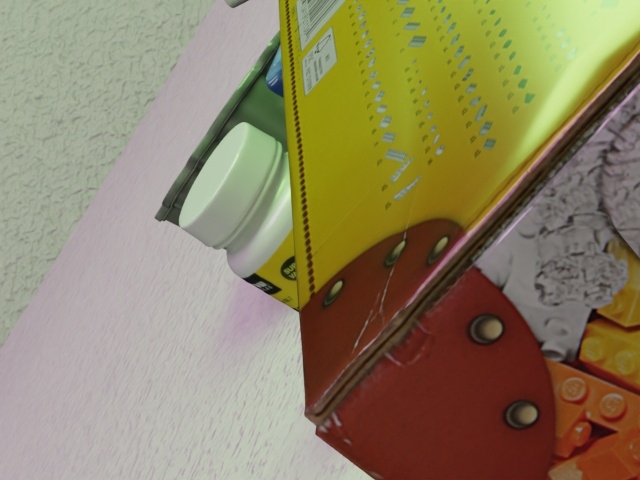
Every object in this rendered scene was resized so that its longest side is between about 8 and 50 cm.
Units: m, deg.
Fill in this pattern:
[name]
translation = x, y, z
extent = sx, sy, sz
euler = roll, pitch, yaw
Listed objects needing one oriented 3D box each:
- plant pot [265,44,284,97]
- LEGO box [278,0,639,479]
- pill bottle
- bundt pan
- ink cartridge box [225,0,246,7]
[plant pot]
translation = 0.125, -0.196, 1.507
extent = 0.236, 0.212, 0.236
euler = -33, 31, 62
[LEGO box]
translation = 0.185, -0.020, 0.693
extent = 0.193, 0.372, 0.500
euler = -49, 18, 18
[pill bottle]
translation = 0.000, 0.000, 1.540
extent = 0.119, 0.208, 0.119
euler = -52, 16, 22
[bundt pan]
translation = -0.019, -0.121, 1.903
extent = 0.331, 0.124, 0.331
euler = -55, 1, 2
[ink cartridge box]
translation = 0.080, -0.394, 1.777
extent = 0.395, 0.166, 0.285
euler = -19, 15, 44
